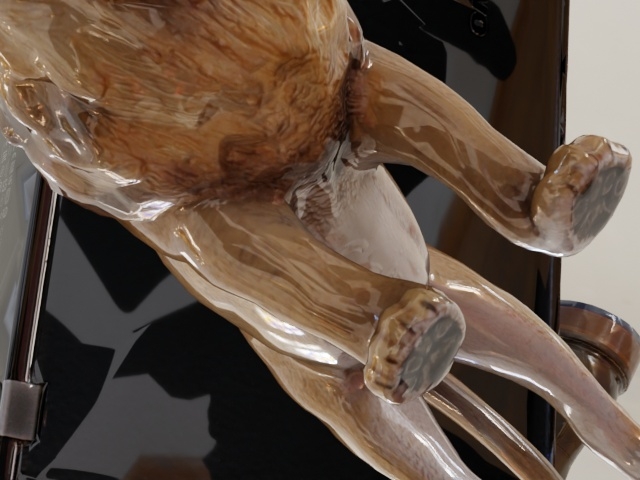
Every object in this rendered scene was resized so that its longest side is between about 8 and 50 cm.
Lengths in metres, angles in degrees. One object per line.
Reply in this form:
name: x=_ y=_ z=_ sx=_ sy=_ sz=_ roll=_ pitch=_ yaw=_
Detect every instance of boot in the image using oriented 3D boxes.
boot: x=0.069 y=0.096 z=0.883 sx=0.082 sy=0.219 sz=0.106 roll=44 pitch=-123 yaw=-24

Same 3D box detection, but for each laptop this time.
laptop: x=-0.076 y=-0.012 z=0.943 sx=0.236 sy=0.408 sz=0.382 roll=16 pitch=-114 yaw=-26

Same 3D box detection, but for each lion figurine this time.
lion figurine: x=0.000 y=0.000 z=0.573 sx=0.142 sy=0.240 sz=0.392 roll=-44 pitch=-37 yaw=-19
